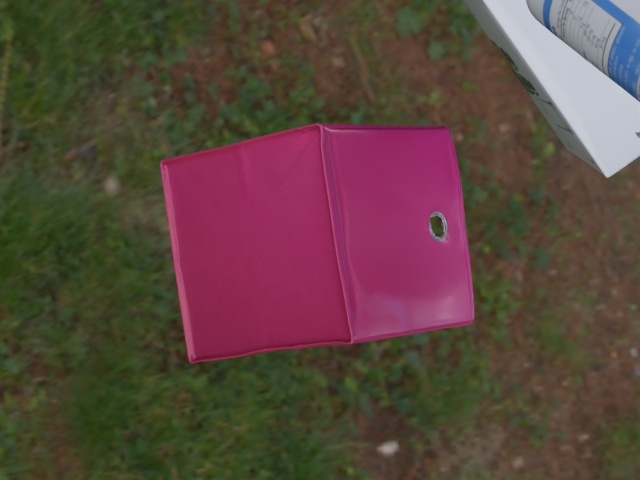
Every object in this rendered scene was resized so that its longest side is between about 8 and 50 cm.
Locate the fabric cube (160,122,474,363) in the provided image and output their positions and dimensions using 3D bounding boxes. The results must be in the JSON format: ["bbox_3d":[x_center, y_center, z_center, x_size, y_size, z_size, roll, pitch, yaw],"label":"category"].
[{"bbox_3d":[0.000,0.000,1.865,0.258,0.259,0.254,-4,86,-53],"label":"fabric cube"}]

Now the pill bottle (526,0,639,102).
[{"bbox_3d":[0.235,-0.191,1.179,0.124,0.124,0.221,-17,52,-42],"label":"pill bottle"}]

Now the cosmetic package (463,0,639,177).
[{"bbox_3d":[0.272,-0.272,1.990,0.097,0.284,0.377,-36,98,3],"label":"cosmetic package"}]
